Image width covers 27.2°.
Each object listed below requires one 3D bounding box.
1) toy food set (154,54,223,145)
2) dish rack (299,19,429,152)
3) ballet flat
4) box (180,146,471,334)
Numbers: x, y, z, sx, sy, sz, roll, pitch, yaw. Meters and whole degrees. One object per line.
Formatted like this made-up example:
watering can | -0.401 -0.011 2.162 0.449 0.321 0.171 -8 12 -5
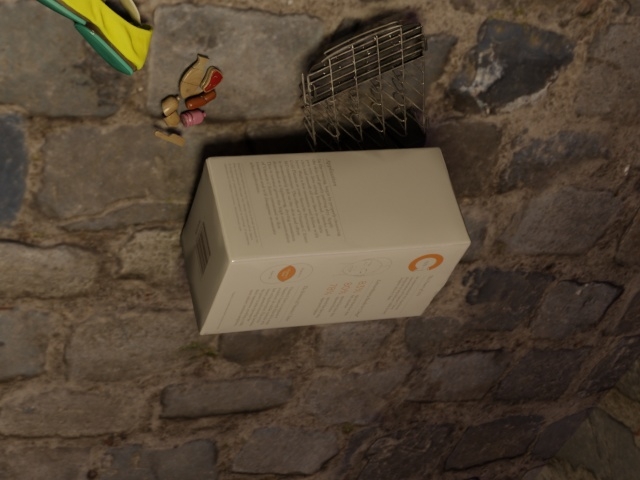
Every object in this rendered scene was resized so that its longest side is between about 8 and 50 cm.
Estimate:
toy food set | -0.169 -0.184 1.726 0.078 0.019 0.122 21 109 -51
dish rack | 0.057 -0.195 1.866 0.208 0.074 0.271 -27 143 -16
ballet flat | -0.262 -0.270 1.506 0.077 0.077 0.231 -58 148 -5
box | 0.000 0.000 1.855 0.345 0.168 0.215 -3 150 -20
